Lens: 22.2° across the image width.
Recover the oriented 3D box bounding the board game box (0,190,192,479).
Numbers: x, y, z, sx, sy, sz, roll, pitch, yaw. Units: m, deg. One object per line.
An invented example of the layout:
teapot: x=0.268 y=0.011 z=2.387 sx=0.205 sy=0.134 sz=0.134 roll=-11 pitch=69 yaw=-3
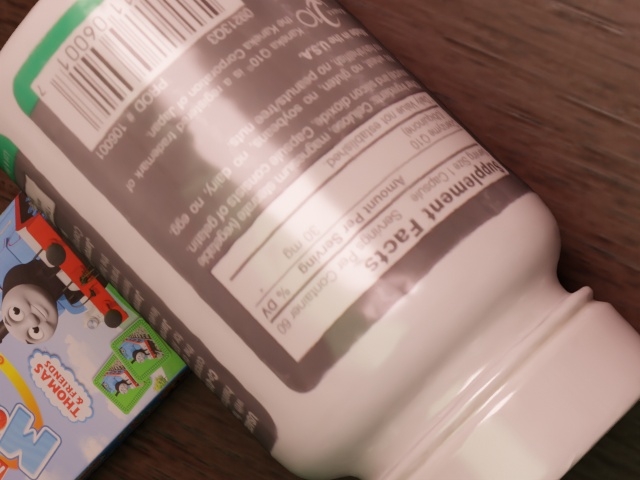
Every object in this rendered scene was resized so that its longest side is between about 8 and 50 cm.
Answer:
board game box: x=-0.176 y=0.065 z=1.076 sx=0.160 sy=0.039 sz=0.211 roll=48 pitch=115 yaw=8

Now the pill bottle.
pill bottle: x=0.000 y=0.000 z=0.897 sx=0.361 sy=0.204 sz=0.204 roll=46 pitch=113 yaw=10
